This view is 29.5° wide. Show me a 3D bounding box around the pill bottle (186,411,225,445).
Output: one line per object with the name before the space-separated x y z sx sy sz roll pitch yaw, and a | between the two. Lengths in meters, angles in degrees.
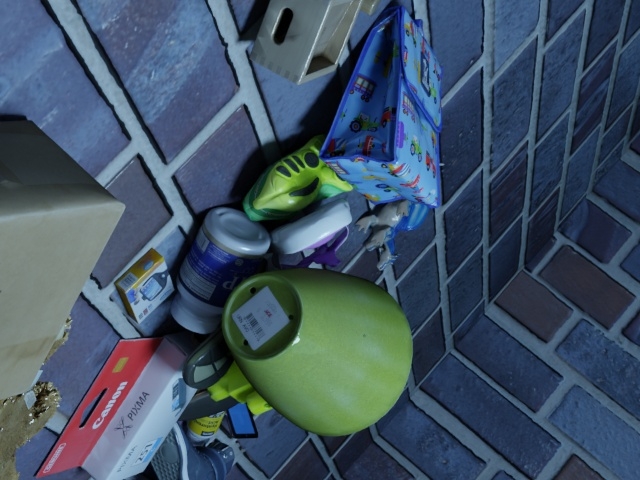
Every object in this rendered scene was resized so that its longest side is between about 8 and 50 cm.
pill bottle | -0.226 0.348 2.384 0.065 0.065 0.116 -30 151 -46

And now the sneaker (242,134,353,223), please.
sneaker | -0.040 -0.099 1.990 0.123 0.109 0.295 -25 180 27

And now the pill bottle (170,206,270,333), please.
pill bottle | -0.165 0.051 1.926 0.112 0.112 0.187 -20 144 -56

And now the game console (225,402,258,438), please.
game console | -0.146 0.335 2.506 0.124 0.085 0.144 -53 161 4

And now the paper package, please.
paper package | -0.414 0.039 1.277 0.309 0.168 0.325 -58 160 22

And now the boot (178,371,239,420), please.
boot | -0.169 0.245 2.304 0.305 0.115 0.112 -25 161 -17

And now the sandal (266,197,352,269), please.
sandal | -0.014 0.007 2.022 0.169 0.102 0.416 -26 -179 2

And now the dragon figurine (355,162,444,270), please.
dragon figurine | 0.164 -0.064 2.484 0.289 0.085 0.144 -58 159 20

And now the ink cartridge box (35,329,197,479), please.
ink cartridge box | -0.321 0.292 2.078 0.296 0.066 0.261 -57 161 14

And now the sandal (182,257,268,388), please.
sandal | -0.172 0.137 2.070 0.303 0.086 0.120 -63 168 -48

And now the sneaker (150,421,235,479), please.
sneaker | -0.243 0.399 2.306 0.163 0.086 0.226 -41 131 -49

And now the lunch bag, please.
lunch bag | 0.126 -0.228 2.001 0.221 0.138 0.293 36 62 -60

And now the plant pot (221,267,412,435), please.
plant pot | -0.030 0.154 1.920 0.275 0.275 0.293 -52 152 2

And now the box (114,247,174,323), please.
box | -0.268 0.075 1.868 0.081 0.028 0.136 -45 158 -18

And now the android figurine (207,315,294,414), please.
android figurine | -0.084 0.187 2.173 0.272 0.248 0.056 -28 132 21

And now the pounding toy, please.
pounding toy | 0.005 -0.330 1.671 0.206 0.094 0.181 -35 151 -60

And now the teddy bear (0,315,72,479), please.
teddy bear | -0.447 0.211 1.632 0.245 0.113 0.338 -38 150 -51
